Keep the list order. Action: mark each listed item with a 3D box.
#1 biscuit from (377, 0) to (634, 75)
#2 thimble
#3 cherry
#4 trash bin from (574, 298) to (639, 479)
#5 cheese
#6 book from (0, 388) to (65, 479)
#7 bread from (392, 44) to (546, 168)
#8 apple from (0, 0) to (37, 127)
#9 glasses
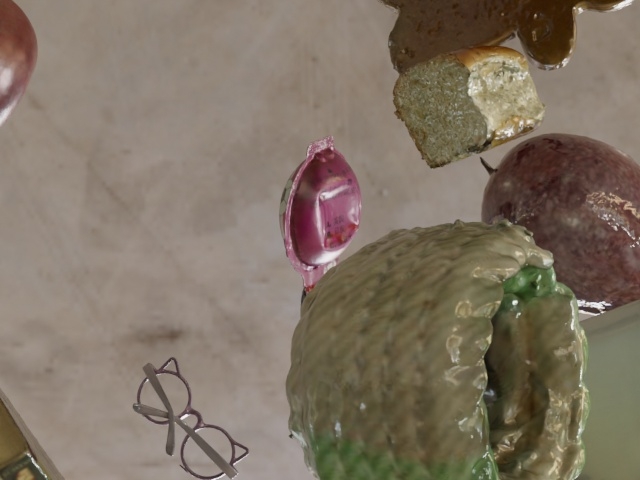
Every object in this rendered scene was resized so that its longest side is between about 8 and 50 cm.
[{"bbox_3d":[0.204,-0.264,1.592,0.301,0.197,0.049,-16,167,10],"label":"biscuit"},{"bbox_3d":[0.081,0.095,1.018,0.150,0.219,0.219,-3,153,31],"label":"thimble"},{"bbox_3d":[0.317,-0.012,1.849,0.300,0.203,0.230,35,161,24],"label":"cherry"},{"bbox_3d":[0.280,0.187,1.352,0.367,0.296,0.256,-20,173,37],"label":"trash bin"},{"bbox_3d":[0.000,0.000,1.757,0.062,0.244,0.155,11,-157,32],"label":"cheese"},{"bbox_3d":[-0.130,0.153,0.798,0.026,0.161,0.231,-35,124,-12],"label":"book"},{"bbox_3d":[0.104,-0.098,1.073,0.083,0.077,0.070,-21,-176,46],"label":"bread"},{"bbox_3d":[-0.307,-0.143,1.239,0.120,0.153,0.153,29,139,-28],"label":"apple"},{"bbox_3d":[-0.131,0.168,1.436,0.062,0.140,0.104,-38,169,-6],"label":"glasses"}]
